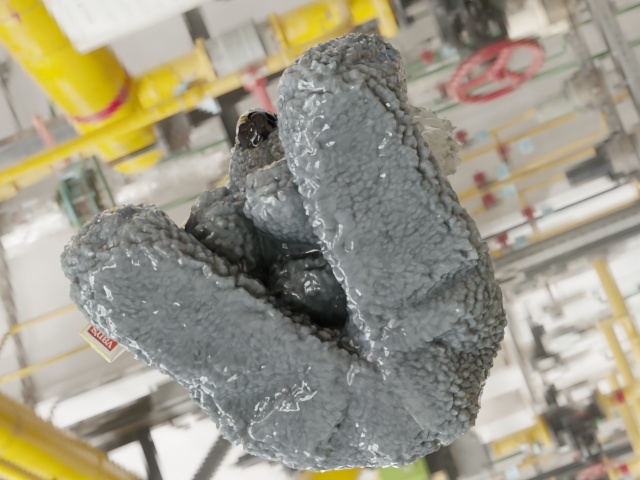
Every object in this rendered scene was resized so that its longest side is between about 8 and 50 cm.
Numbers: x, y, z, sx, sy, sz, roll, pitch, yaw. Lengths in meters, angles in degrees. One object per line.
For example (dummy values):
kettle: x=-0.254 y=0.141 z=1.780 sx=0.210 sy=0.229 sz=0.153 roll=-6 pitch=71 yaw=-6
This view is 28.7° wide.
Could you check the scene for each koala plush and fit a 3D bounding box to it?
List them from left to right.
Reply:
koala plush: x=0.000 y=0.000 z=0.686 sx=0.203 sy=0.196 sz=0.221 roll=51 pitch=-169 yaw=-16

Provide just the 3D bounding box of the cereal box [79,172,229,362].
cereal box: x=-0.147 y=0.024 z=1.281 sx=0.047 sy=0.240 sz=0.173 roll=43 pitch=171 yaw=-2
